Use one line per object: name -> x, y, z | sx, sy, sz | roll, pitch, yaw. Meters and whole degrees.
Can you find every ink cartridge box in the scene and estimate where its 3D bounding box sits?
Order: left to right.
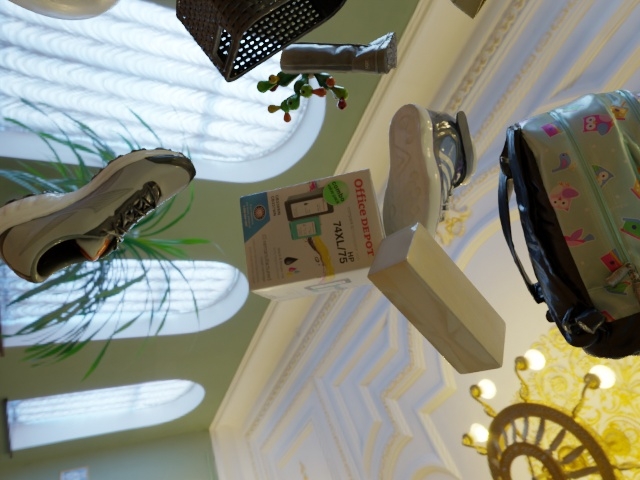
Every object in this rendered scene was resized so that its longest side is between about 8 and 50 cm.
ink cartridge box -> 0.000, 0.000, 0.902 | 0.197, 0.269, 0.198 | 51, 29, -72

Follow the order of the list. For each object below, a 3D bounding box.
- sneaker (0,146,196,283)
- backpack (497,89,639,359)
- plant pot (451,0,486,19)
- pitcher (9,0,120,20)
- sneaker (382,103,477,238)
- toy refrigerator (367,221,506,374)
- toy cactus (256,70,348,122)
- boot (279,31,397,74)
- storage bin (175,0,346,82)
sneaker -> -0.285, -0.034, 0.585 | 0.108, 0.271, 0.100 | 45, -28, 20
backpack -> 0.210, -0.018, 0.332 | 0.115, 0.152, 0.182 | -17, -95, 13
plant pot -> 0.269, -0.468, 0.766 | 0.081, 0.083, 0.081 | -56, 172, -7
pitcher -> -0.299, -0.298, 0.456 | 0.177, 0.207, 0.126 | 32, -59, 15
sneaker -> 0.253, -0.110, 0.896 | 0.130, 0.236, 0.323 | -12, -107, 52
toy refrigerator -> 0.206, 0.107, 0.750 | 0.094, 0.269, 0.102 | -29, -157, 42
toy cactus -> -0.030, -0.362, 0.993 | 0.218, 0.112, 0.181 | 5, -116, 22
boot -> 0.043, -0.371, 0.867 | 0.208, 0.190, 0.076 | 3, -63, 21
storage bin -> -0.046, -0.257, 0.433 | 0.084, 0.180, 0.122 | 51, -19, -9
